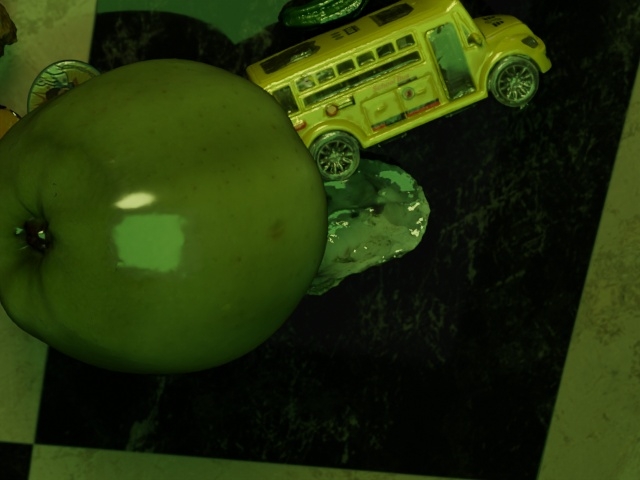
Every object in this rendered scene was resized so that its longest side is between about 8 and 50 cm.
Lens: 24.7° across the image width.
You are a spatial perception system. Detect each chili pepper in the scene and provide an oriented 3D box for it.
[{"bbox_3d":[0.032,-0.305,1.673,0.073,0.050,0.182,34,98,-12],"label":"chili pepper"}]

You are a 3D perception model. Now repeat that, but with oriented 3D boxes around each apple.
[{"bbox_3d":[-0.177,-0.019,1.550,0.357,0.357,0.357,-4,109,-11],"label":"apple"}]

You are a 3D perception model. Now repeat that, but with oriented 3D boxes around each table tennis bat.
[{"bbox_3d":[-0.286,-0.131,1.683,0.100,0.019,0.155,-4,107,-11],"label":"table tennis bat"}]

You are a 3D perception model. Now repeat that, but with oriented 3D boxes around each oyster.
[{"bbox_3d":[0.001,0.000,1.749,0.199,0.087,0.252,33,91,-10],"label":"oyster"}]

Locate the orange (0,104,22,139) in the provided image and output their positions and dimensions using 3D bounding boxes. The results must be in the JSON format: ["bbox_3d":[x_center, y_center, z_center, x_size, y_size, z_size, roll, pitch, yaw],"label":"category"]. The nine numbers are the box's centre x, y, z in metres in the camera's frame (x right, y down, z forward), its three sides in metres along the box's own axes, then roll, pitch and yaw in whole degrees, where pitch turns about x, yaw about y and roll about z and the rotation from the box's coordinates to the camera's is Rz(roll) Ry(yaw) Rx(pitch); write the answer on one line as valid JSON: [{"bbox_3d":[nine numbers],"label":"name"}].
[{"bbox_3d":[-0.387,-0.072,1.638,0.170,0.112,0.160,42,96,-9],"label":"orange"}]

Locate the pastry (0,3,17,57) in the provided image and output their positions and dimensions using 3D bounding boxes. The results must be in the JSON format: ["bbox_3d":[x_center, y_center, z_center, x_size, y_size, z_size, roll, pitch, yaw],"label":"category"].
[{"bbox_3d":[-0.408,-0.253,1.531,0.103,0.189,0.189,-42,111,-1],"label":"pastry"}]

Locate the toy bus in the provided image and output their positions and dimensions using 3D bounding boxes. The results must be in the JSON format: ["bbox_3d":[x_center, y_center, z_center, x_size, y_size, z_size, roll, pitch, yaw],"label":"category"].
[{"bbox_3d":[0.089,-0.193,1.674,0.330,0.144,0.152,-23,111,-2],"label":"toy bus"}]
